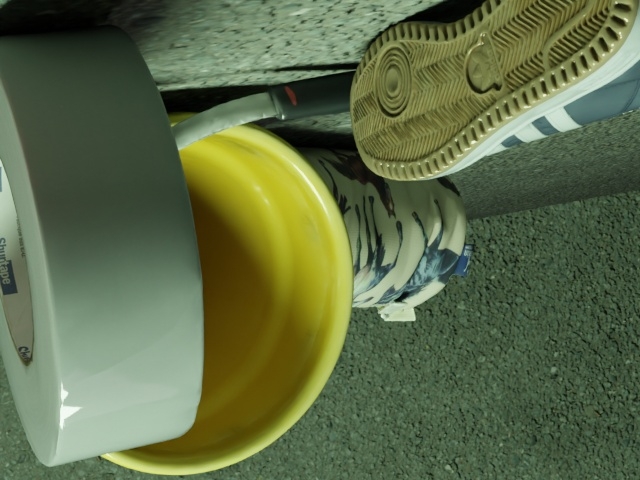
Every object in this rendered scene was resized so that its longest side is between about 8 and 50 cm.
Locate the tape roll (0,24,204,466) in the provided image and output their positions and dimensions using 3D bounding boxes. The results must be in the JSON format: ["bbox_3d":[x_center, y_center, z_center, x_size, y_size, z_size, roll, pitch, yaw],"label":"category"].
[{"bbox_3d":[-0.127,0.001,0.696,0.072,0.219,0.219,-11,176,-21],"label":"tape roll"}]

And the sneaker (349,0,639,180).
[{"bbox_3d":[0.143,-0.103,0.814,0.153,0.099,0.282,-6,171,-31],"label":"sneaker"}]

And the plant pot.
[{"bbox_3d":[-0.142,0.028,1.022,0.254,0.254,0.239,-8,-170,-31],"label":"plant pot"}]

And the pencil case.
[{"bbox_3d":[0.000,0.000,1.315,0.160,0.183,0.410,-12,175,30],"label":"pencil case"}]

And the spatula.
[{"bbox_3d":[-0.053,-0.081,0.891,0.296,0.084,0.030,-16,159,-30],"label":"spatula"}]
